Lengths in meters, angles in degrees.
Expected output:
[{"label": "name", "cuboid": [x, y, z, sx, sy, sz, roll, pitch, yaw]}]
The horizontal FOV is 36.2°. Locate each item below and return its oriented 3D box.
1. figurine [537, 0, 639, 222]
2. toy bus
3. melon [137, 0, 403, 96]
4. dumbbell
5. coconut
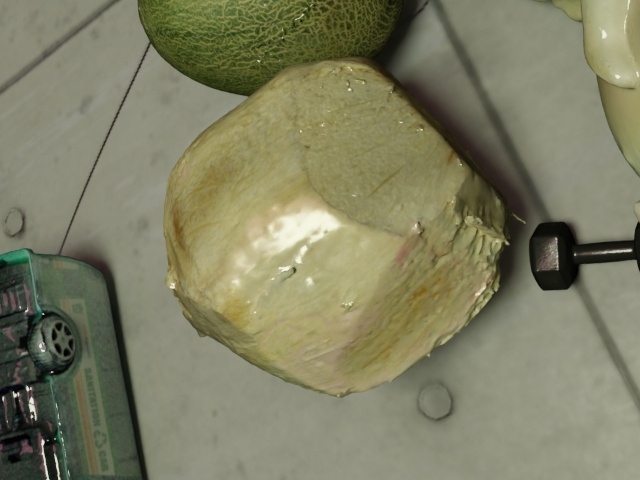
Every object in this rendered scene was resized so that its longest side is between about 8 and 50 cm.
[{"label": "figurine", "cuboid": [0.120, -0.172, 0.451, 0.394, 0.274, 0.227, 40, 81, -13]}, {"label": "toy bus", "cuboid": [-0.186, 0.139, 0.689, 0.091, 0.109, 0.262, -16, 80, 25]}, {"label": "melon", "cuboid": [-0.026, -0.159, 0.613, 0.192, 0.139, 0.139, -2, 84, 27]}, {"label": "dumbbell", "cuboid": [0.161, 0.007, 0.553, 0.083, 0.036, 0.040, -5, 82, 28]}, {"label": "coconut", "cuboid": [-0.002, -0.003, 0.565, 0.194, 0.194, 0.194, -3, 84, 28]}]
